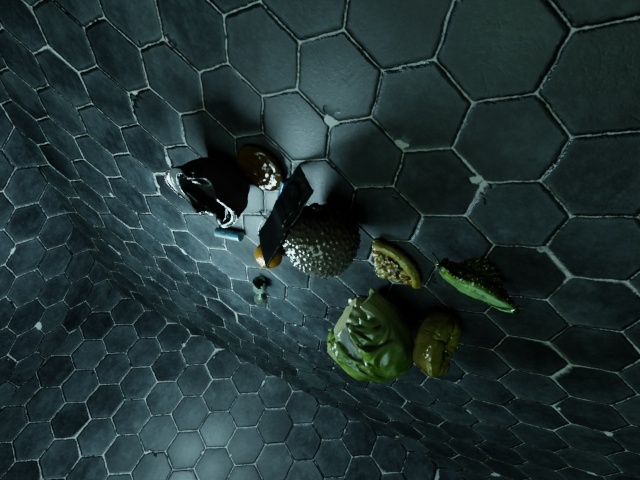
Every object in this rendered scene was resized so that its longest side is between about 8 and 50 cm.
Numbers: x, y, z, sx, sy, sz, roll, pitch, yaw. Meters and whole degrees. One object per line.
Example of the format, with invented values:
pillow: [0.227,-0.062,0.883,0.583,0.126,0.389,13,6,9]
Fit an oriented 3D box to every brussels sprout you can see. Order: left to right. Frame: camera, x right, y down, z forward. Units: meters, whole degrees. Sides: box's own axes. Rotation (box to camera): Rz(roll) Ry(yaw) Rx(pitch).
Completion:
brussels sprout: [0.244,0.447,1.848,0.360,0.343,0.425,31,148,-4]

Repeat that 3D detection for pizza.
pizza: [0.278,0.105,1.647,0.292,0.058,0.197,46,144,-19]

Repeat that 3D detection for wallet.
wallet: [-0.132,-0.091,1.467,0.041,0.247,0.323,22,112,-24]

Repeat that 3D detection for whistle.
whistle: [-0.123,-0.161,1.611,0.090,0.090,0.158,29,144,4]

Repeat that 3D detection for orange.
orange: [-0.249,0.074,1.966,0.135,0.118,0.136,16,136,16]

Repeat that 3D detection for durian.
durian: [0.533,0.131,1.439,0.375,0.107,0.132,32,148,-1]

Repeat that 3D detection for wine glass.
wine glass: [-0.336,0.276,2.313,0.079,0.079,0.196,23,145,13]

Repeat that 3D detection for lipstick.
lipstick: [-0.454,-0.031,2.056,0.157,0.048,0.048,11,140,28]

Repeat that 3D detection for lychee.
lychee: [-0.001,-0.005,1.532,0.299,0.300,0.300,21,144,16]

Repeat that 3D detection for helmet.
helmet: [-0.430,-0.222,1.675,0.338,0.197,0.271,32,153,11]

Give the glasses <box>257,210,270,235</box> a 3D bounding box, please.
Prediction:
glasses: [-0.239,-0.075,1.825,0.139,0.063,0.104,2,134,35]

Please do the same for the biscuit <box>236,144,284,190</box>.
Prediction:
biscuit: [-0.234,-0.275,1.598,0.212,0.036,0.212,21,143,17]

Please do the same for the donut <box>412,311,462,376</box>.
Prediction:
donut: [0.476,0.421,1.708,0.128,0.262,0.208,16,171,41]
